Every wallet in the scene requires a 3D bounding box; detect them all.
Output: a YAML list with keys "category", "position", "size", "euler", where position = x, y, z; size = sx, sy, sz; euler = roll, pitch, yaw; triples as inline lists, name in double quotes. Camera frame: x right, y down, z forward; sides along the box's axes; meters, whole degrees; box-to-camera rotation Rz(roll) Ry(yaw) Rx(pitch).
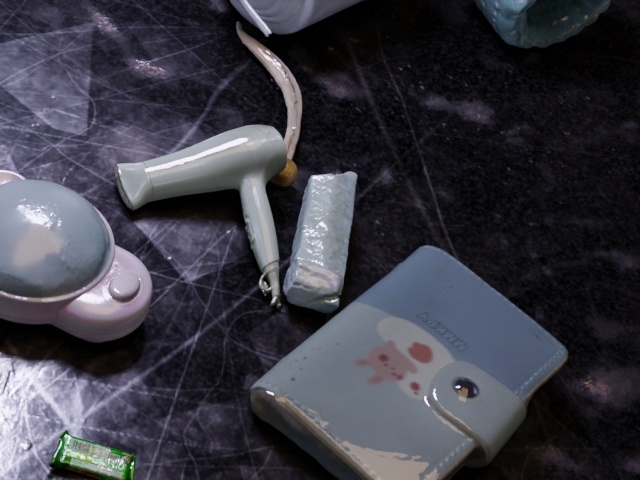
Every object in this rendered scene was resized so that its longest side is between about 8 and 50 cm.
- category: "wallet"
  position: [0.114, 0.157, 1.764]
  size: [0.252, 0.083, 0.360]
  euler: [36, 47, 17]

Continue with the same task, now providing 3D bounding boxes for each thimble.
- category: "thimble"
  position: [0.334, -0.395, 2.265]
  size: [0.235, 0.198, 0.143]
  euler: [-19, 62, -29]

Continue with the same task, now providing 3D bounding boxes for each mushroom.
- category: "mushroom"
  position: [-0.061, -0.187, 2.024]
  size: [0.068, 0.043, 0.306]
  euler: [22, 40, -33]

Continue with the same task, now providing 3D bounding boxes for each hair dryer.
- category: "hair dryer"
  position: [-0.114, -0.017, 1.837]
  size: [0.206, 0.075, 0.237]
  euler: [-18, 70, -18]

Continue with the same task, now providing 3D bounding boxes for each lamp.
- category: "lamp"
  position: [-0.296, 0.016, 1.687]
  size: [0.246, 0.108, 0.179]
  euler: [31, 50, 4]

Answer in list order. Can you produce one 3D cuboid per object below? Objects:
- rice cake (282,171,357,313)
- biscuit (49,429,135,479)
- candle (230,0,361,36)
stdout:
- category: "rice cake"
  position: [0.000, 0.000, 1.862]
  size: [0.069, 0.063, 0.206]
  euler: [14, 46, -7]
- category: "biscuit"
  position: [-0.233, 0.229, 1.588]
  size: [0.089, 0.016, 0.046]
  euler: [18, 47, -8]
- category: "candle"
  position: [-0.020, -0.412, 2.111]
  size: [0.342, 0.221, 0.221]
  euler: [-30, 67, -39]
